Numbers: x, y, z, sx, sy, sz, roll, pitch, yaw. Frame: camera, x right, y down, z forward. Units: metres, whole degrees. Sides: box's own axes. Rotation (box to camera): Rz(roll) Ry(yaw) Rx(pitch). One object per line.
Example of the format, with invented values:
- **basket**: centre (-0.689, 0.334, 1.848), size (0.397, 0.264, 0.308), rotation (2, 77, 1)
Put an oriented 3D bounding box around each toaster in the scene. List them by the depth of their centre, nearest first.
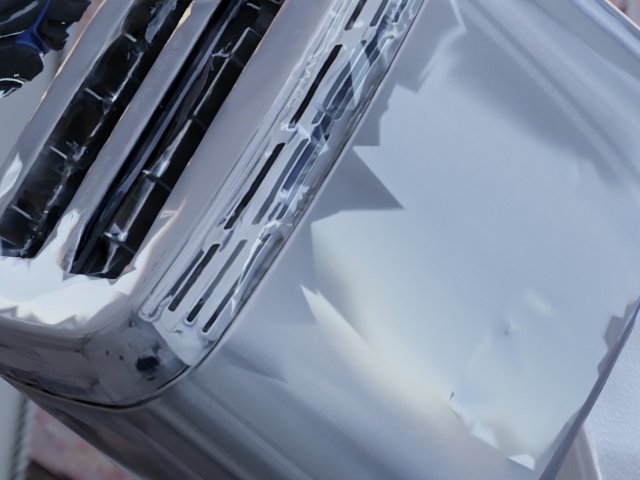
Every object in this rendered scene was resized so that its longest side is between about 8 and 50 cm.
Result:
- **toaster**: centre (0.000, 0.000, 0.552), size (0.146, 0.227, 0.129), rotation (40, -18, -35)

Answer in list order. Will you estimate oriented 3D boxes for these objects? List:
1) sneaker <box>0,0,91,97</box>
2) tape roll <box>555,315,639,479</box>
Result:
- **sneaker**: centre (-0.112, -0.144, 0.544), size (0.087, 0.221, 0.083), rotation (-6, -1, 31)
- **tape roll**: centre (0.052, 0.186, 0.901), size (0.072, 0.392, 0.392), rotation (6, -14, -27)
